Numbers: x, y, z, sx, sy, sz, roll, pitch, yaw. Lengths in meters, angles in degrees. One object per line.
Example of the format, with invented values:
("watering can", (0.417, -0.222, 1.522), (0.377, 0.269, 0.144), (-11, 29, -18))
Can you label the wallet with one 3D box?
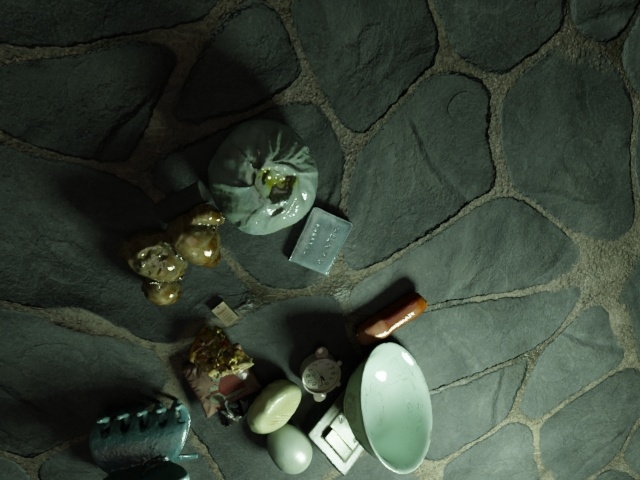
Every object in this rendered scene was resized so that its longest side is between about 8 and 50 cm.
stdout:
("wallet", (0.000, 0.001, 1.427), (0.167, 0.036, 0.222), (24, 98, -17))

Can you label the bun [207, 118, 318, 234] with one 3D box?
("bun", (-0.169, -0.191, 1.252), (0.362, 0.211, 0.361), (-3, 104, -13))

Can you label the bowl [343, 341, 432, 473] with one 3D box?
("bowl", (0.214, 0.610, 1.506), (0.196, 0.434, 0.434), (-23, 114, 40))

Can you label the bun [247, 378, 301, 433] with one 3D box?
("bun", (-0.179, 0.590, 1.478), (0.222, 0.127, 0.222), (-26, 133, -31))

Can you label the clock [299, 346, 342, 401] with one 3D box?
("clock", (0.000, 0.501, 1.540), (0.156, 0.063, 0.229), (-3, 107, -14))

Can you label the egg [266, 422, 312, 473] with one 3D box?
("egg", (-0.121, 0.782, 1.534), (0.151, 0.151, 0.209), (-39, 105, -1))

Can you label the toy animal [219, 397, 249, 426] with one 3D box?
("toy animal", (-0.320, 0.634, 1.477), (0.105, 0.070, 0.202), (4, 136, -22))

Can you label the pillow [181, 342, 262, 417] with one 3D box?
("pillow", (-0.349, 0.498, 1.449), (0.236, 0.084, 0.223), (-26, 108, -4))

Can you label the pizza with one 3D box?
("pizza", (-0.350, 0.391, 1.373), (0.226, 0.069, 0.147), (36, 76, 19))

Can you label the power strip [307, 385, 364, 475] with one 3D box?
("power strip", (0.089, 0.733, 1.590), (0.251, 0.092, 0.257), (-45, 111, -29))

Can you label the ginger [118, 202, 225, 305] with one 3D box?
("ginger", (-0.441, 0.031, 1.259), (0.375, 0.176, 0.256), (-37, 114, 10))

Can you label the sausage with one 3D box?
("sausage", (0.267, 0.296, 1.536), (0.300, 0.083, 0.089), (-31, 114, 0))

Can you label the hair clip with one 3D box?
("hair clip", (-0.590, 0.679, 1.348), (0.319, 0.392, 0.238), (-7, 78, -9))

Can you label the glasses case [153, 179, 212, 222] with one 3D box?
("glasses case", (-0.431, -0.118, 1.264), (0.191, 0.042, 0.072), (-23, 103, 23))

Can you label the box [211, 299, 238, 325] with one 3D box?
("box", (-0.335, 0.254, 1.424), (0.053, 0.024, 0.083), (-38, 107, -2))
